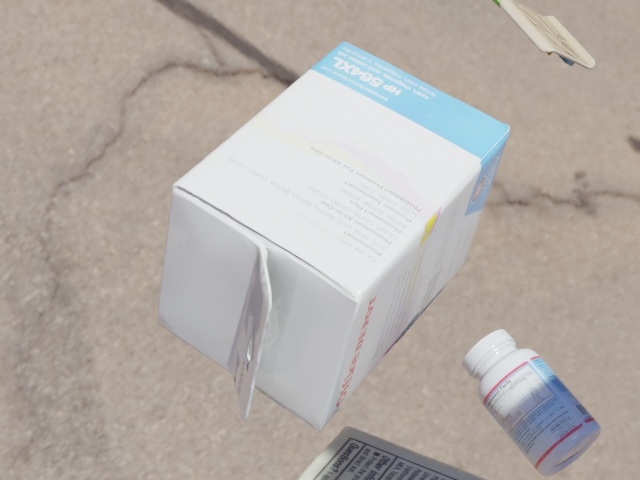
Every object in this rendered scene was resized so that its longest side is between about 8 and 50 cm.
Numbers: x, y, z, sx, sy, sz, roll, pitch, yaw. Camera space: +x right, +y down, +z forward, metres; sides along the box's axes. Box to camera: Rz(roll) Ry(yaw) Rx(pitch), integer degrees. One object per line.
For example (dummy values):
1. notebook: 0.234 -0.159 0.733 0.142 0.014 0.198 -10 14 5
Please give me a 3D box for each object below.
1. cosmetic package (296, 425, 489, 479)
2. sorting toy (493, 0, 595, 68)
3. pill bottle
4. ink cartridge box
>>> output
1. cosmetic package: 0.104 0.215 0.528 0.296 0.129 0.153 19 27 21
2. sorting toy: 0.148 -0.149 0.826 0.062 0.012 0.083 6 41 -46
3. pill bottle: 0.235 0.181 1.361 0.087 0.087 0.160 -12 54 -44
4. ink cartridge box: 0.000 0.000 0.508 0.090 0.092 0.143 31 48 17
